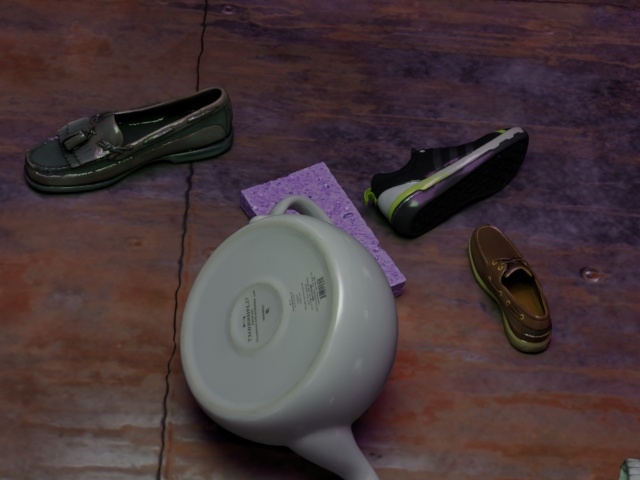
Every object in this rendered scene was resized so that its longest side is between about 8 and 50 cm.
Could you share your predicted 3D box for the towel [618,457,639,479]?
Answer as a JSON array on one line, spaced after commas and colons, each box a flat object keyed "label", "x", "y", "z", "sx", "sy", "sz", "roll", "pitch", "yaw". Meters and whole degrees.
[{"label": "towel", "x": 0.384, "y": 0.335, "z": 1.255, "sx": 0.235, "sy": 0.121, "sz": 0.284, "roll": 14, "pitch": 26, "yaw": 4}]

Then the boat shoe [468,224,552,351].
[{"label": "boat shoe", "x": 0.225, "y": 0.044, "z": 1.569, "sx": 0.064, "sy": 0.060, "sz": 0.178, "roll": -10, "pitch": 51, "yaw": -15}]

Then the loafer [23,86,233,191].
[{"label": "loafer", "x": -0.235, "y": -0.135, "z": 1.657, "sx": 0.267, "sy": 0.084, "sz": 0.096, "roll": -15, "pitch": 53, "yaw": -19}]

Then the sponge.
[{"label": "sponge", "x": 0.000, "y": 0.000, "z": 1.602, "sx": 0.117, "sy": 0.031, "sz": 0.210, "roll": -19, "pitch": 54, "yaw": -21}]

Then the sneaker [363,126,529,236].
[{"label": "sneaker", "x": 0.155, "y": -0.095, "z": 1.667, "sx": 0.234, "sy": 0.084, "sz": 0.097, "roll": -29, "pitch": 56, "yaw": -27}]

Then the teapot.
[{"label": "teapot", "x": -0.011, "y": 0.100, "z": 1.414, "sx": 0.252, "sy": 0.187, "sz": 0.256, "roll": 28, "pitch": 91, "yaw": 42}]
